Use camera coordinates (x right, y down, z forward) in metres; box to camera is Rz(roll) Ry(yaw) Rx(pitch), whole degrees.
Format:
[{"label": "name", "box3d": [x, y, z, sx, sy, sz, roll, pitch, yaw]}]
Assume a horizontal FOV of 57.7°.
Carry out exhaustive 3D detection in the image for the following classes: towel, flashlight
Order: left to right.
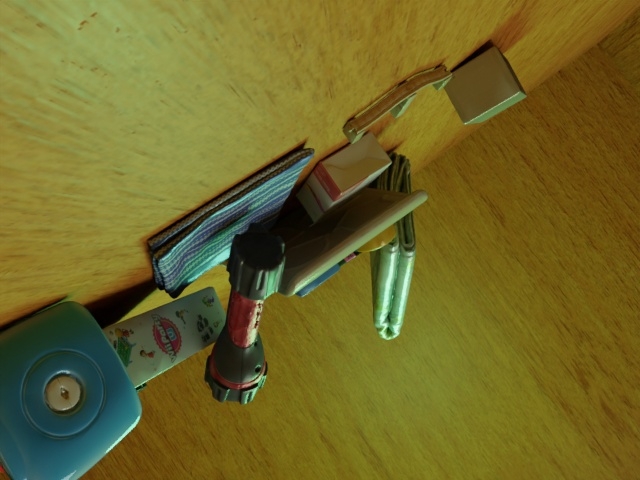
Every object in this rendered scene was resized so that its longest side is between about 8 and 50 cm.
[{"label": "towel", "box3d": [-0.135, -0.011, 0.853, 0.243, 0.040, 0.336, -35, 177, -18]}, {"label": "flashlight", "box3d": [-0.113, 0.126, 0.881, 0.103, 0.103, 0.304, -43, 158, -45]}, {"label": "towel", "box3d": [0.170, 0.014, 1.447, 0.375, 0.090, 0.321, 89, 4, -50]}]

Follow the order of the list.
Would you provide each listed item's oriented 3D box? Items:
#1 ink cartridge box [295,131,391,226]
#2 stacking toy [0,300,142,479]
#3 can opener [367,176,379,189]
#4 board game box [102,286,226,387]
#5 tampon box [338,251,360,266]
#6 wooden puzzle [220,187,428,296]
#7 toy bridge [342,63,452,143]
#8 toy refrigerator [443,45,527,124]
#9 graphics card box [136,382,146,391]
[{"label": "ink cartridge box", "box3d": [0.030, -0.100, 1.021, 0.115, 0.067, 0.198, -33, 176, -23]}, {"label": "stacking toy", "box3d": [-0.382, 0.203, 0.700, 0.301, 0.175, 0.165, -20, -170, 37]}, {"label": "can opener", "box3d": [0.076, -0.115, 1.547, 0.283, 0.076, 0.095, -35, 145, -4]}, {"label": "board game box", "box3d": [-0.314, 0.180, 0.917, 0.224, 0.098, 0.303, -25, 179, 22]}, {"label": "tampon box", "box3d": [0.022, -0.015, 1.394, 0.120, 0.161, 0.101, -38, 176, 36]}, {"label": "wooden puzzle", "box3d": [0.000, 0.000, 1.127, 0.322, 0.081, 0.347, -34, -160, -22]}, {"label": "toy bridge", "box3d": [0.111, -0.196, 0.804, 0.188, 0.026, 0.063, -34, 175, -20]}, {"label": "toy refrigerator", "box3d": [0.299, -0.276, 1.046, 0.102, 0.094, 0.269, -29, 180, 25]}, {"label": "graphics card box", "box3d": [-0.647, 0.439, 1.451, 0.232, 0.094, 0.371, -37, 169, 32]}]
